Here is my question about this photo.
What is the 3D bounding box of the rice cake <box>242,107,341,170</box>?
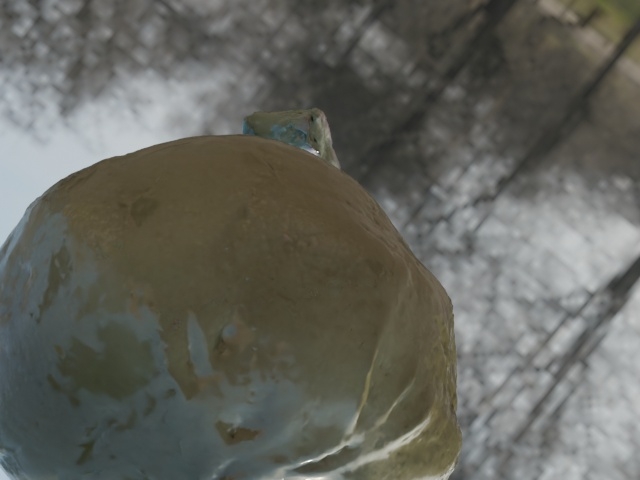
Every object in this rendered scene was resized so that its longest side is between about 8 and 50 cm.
[{"bbox_3d":[0.000,0.000,0.985,0.211,0.043,0.034,74,-161,-52],"label":"rice cake"}]

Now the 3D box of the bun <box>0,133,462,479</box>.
[{"bbox_3d":[-0.028,0.054,0.618,0.173,0.166,0.113,11,-141,-21],"label":"bun"}]
